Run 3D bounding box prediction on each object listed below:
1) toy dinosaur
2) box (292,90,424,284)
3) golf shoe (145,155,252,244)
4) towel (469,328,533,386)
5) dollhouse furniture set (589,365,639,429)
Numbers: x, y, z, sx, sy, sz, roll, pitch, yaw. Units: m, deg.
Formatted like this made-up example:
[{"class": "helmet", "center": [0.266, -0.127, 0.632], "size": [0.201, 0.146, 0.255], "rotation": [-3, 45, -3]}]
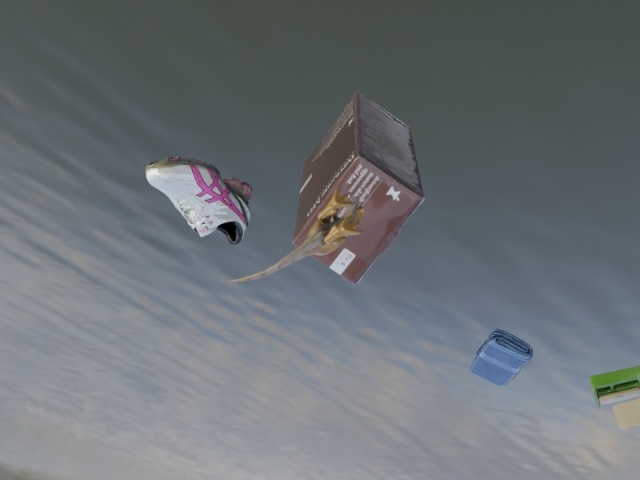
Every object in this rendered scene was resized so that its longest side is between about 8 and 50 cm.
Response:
[{"class": "toy dinosaur", "center": [0.000, 0.000, 1.114], "size": [0.064, 0.211, 0.112], "rotation": [50, 140, 11]}, {"class": "box", "center": [0.063, -0.104, 1.593], "size": [0.143, 0.191, 0.381], "rotation": [32, -159, -14]}, {"class": "golf shoe", "center": [-0.152, -0.051, 1.171], "size": [0.067, 0.086, 0.186], "rotation": [-11, 159, 34]}, {"class": "towel", "center": [0.262, 0.170, 1.313], "size": [0.067, 0.029, 0.119], "rotation": [27, 149, 6]}, {"class": "dollhouse furniture set", "center": [0.287, 0.183, 0.797], "size": [0.058, 0.152, 0.076], "rotation": [-17, 140, 11]}]
